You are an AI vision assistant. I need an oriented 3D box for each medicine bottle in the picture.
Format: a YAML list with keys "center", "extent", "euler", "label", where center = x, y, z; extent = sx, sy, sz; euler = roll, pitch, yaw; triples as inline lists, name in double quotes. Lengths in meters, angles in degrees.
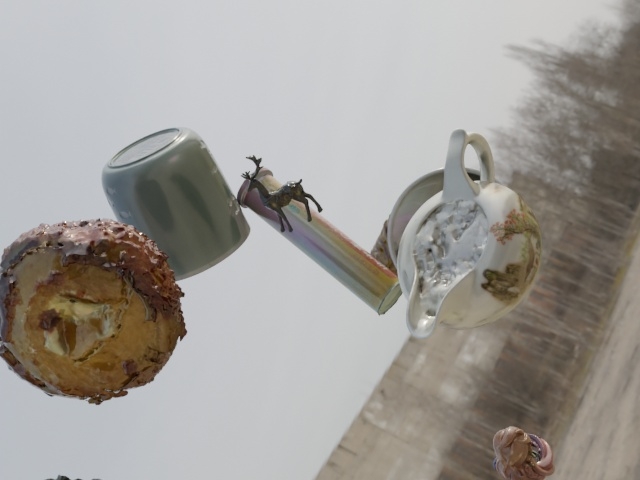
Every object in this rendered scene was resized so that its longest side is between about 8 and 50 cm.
- center: [0.000, 0.000, 1.833]
  extent: [0.108, 0.426, 0.108]
  euler: [-43, -21, -22]
  label: "medicine bottle"

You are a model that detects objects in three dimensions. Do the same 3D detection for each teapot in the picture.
- center: [0.190, 0.003, 1.097]
  extent: [0.139, 0.204, 0.298]
  euler: [31, -119, -41]
  label: "teapot"

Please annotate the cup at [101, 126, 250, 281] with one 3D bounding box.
- center: [-0.344, -0.105, 1.873]
  extent: [0.259, 0.356, 0.275]
  euler: [-28, -65, -11]
  label: "cup"

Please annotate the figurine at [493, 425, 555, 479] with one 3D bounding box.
- center: [0.404, 0.441, 1.675]
  extent: [0.157, 0.126, 0.114]
  euler: [38, -128, -57]
  label: "figurine"

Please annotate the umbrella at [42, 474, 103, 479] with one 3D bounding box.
- center: [-0.434, 0.566, 1.405]
  extent: [0.094, 0.143, 0.349]
  euler: [80, 179, -52]
  label: "umbrella"

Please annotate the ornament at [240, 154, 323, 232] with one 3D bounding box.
- center: [-0.059, -0.072, 1.148]
  extent: [0.073, 0.125, 0.028]
  euler: [-30, 19, 15]
  label: "ornament"

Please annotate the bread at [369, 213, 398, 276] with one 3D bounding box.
- center: [0.219, 0.021, 2.013]
  extent: [0.181, 0.096, 0.222]
  euler: [-4, -39, -26]
  label: "bread"

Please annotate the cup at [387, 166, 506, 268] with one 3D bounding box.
- center: [0.230, -0.011, 1.434]
  extent: [0.317, 0.212, 0.212]
  euler: [-5, -62, -82]
  label: "cup"

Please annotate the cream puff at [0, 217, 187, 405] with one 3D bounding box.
- center: [-0.398, 0.109, 1.431]
  extent: [0.229, 0.350, 0.351]
  euler: [-88, 15, -70]
  label: "cream puff"
